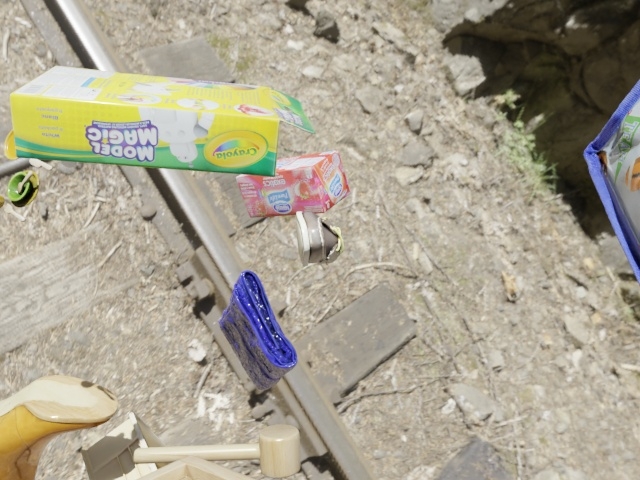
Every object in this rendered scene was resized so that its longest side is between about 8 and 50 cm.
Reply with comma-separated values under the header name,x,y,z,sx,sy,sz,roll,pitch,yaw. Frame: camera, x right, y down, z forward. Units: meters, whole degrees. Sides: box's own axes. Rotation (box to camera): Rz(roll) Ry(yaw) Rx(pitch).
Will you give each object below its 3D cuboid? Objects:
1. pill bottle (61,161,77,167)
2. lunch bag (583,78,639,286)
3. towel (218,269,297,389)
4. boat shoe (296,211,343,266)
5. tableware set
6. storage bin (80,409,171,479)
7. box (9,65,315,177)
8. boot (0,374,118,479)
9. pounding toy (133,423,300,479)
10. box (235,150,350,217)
name,x,y,z,sx,sy,sz,roll,pitch,yaw
pill bottle,-0.532,-0.195,1.244,0.043,0.043,0.083,9,47,-26
lunch bag,0.480,-0.014,0.535,0.327,0.239,0.386,11,45,-1
towel,-0.155,0.219,1.321,0.076,0.308,0.228,-22,74,-22
boat shoe,0.000,0.000,1.258,0.096,0.324,0.117,-4,85,-1
tableware set,-0.374,-0.107,0.727,0.104,0.024,0.154,24,87,28
storage bin,-0.325,0.525,1.154,0.123,0.262,0.260,-33,43,-14
box,-0.097,-0.082,0.396,0.179,0.043,0.105,2,25,-9
boot,-0.498,0.346,1.010,0.294,0.211,0.104,5,25,-5
pounding toy,-0.086,0.212,0.413,0.206,0.181,0.094,-12,95,-44
box,-0.071,-0.140,1.486,0.128,0.256,0.123,-39,119,-46
